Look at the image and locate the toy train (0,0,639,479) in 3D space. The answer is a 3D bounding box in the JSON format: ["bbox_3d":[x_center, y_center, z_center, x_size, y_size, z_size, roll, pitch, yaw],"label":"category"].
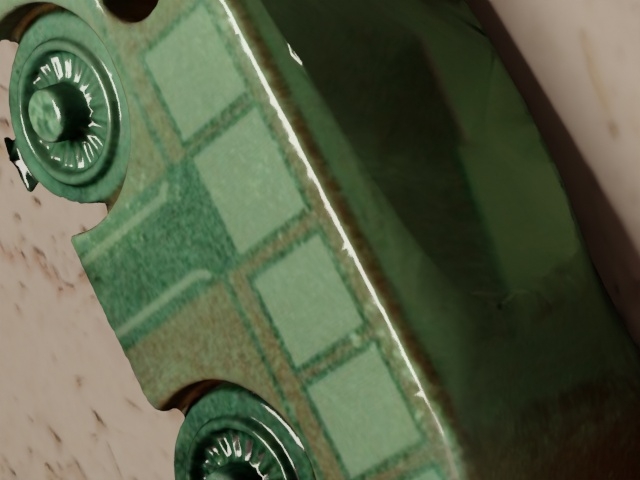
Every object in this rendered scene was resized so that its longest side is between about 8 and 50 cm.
[{"bbox_3d":[0.000,0.000,0.673,0.159,0.129,0.326,-37,75,43],"label":"toy train"}]
